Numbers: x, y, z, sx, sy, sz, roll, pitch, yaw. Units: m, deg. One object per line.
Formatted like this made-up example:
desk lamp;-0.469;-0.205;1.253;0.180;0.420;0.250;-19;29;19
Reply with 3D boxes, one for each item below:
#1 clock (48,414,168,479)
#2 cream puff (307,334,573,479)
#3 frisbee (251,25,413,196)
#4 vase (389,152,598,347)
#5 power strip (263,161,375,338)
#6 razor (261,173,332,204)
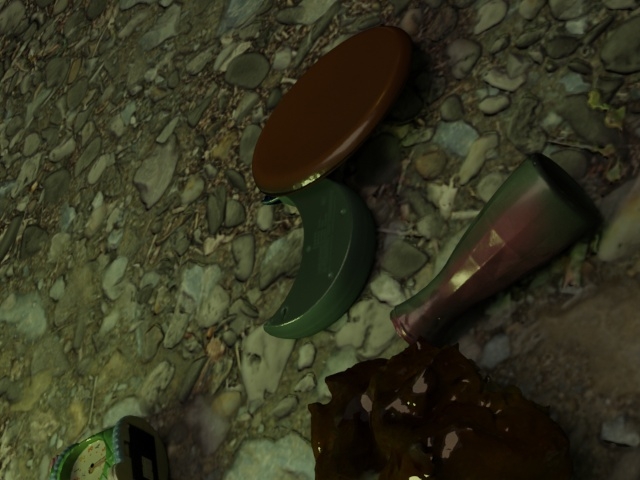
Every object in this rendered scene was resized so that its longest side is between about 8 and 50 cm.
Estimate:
clock;-0.261;0.316;1.354;0.195;0.100;0.194;-38;39;19
cream puff;0.093;0.194;1.026;0.269;0.155;0.241;-26;44;42
frisbee;0.009;-0.154;1.392;0.251;0.021;0.251;-36;28;23
vase;0.155;0.019;1.127;0.214;0.086;0.086;-46;40;21
power strip;0.000;0.000;1.324;0.137;0.044;0.216;-17;56;39
razor;-0.011;-0.077;1.399;0.154;0.044;0.028;-36;72;27
